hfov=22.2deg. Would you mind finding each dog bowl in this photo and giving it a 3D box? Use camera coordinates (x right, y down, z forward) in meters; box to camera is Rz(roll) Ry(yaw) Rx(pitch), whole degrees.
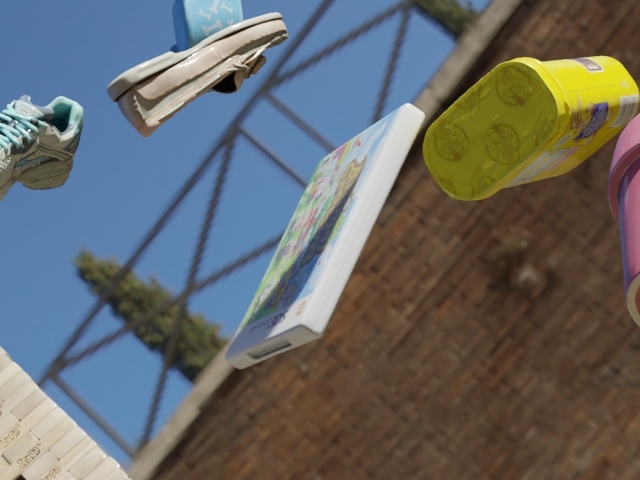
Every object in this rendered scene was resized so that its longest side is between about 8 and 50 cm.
[{"bbox_3d":[-0.151,-0.323,2.031,0.074,0.297,0.166,-5,-12,-13],"label":"dog bowl"}]

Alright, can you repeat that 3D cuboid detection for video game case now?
[{"bbox_3d":[0.000,0.000,1.364,0.212,0.023,0.193,-64,14,-21],"label":"video game case"}]

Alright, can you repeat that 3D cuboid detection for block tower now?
[{"bbox_3d":[-0.207,0.201,1.294,0.097,0.335,0.091,-41,-48,-17],"label":"block tower"}]

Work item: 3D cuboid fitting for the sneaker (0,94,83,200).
[{"bbox_3d":[-0.405,-0.128,2.075,0.122,0.110,0.283,-61,-15,25],"label":"sneaker"}]

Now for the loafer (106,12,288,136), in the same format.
[{"bbox_3d":[-0.067,-0.097,0.965,0.125,0.039,0.045,-27,-4,-32],"label":"loafer"}]

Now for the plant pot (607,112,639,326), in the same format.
[{"bbox_3d":[0.355,-0.006,1.483,0.201,0.201,0.180,105,-175,-51],"label":"plant pot"}]

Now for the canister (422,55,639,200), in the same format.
[{"bbox_3d":[0.175,-0.095,1.321,0.126,0.073,0.170,-42,-16,31],"label":"canister"}]
